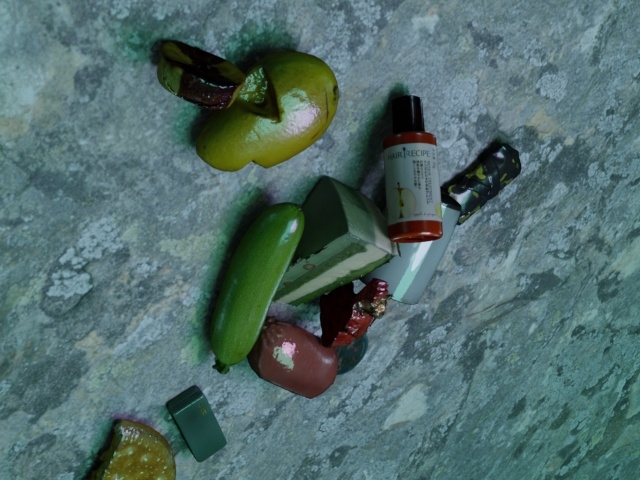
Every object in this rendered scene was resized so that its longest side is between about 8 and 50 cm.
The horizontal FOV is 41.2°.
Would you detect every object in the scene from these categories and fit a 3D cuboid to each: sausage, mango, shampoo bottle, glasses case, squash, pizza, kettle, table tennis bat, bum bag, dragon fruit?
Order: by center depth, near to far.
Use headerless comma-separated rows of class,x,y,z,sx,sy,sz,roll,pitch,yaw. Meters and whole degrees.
mango,-0.088,-0.209,1.425,0.262,0.130,0.167,-42,132,0
squash,-0.132,0.089,1.617,0.107,0.107,0.395,2,122,-40
shampoo bottle,0.173,-0.139,1.625,0.104,0.104,0.278,5,79,-41
pizza,-0.391,0.470,1.721,0.197,0.058,0.292,-31,133,-16
dragon fruit,0.081,0.135,1.731,0.092,0.123,0.192,13,137,-31
sausage,-0.057,0.246,1.770,0.254,0.148,0.148,28,100,-43
glasses case,-0.257,0.386,1.780,0.077,0.039,0.184,-32,135,-17
kettle,0.195,-0.010,1.794,0.237,0.161,0.221,-65,163,14
bum bag,0.356,-0.126,1.894,0.232,0.060,0.107,-40,128,-11
table tennis bat,0.029,0.267,1.936,0.201,0.033,0.124,-18,129,-35

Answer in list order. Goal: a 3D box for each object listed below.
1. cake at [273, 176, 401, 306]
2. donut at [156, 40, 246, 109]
cake,-0.004,0.004,1.704,0.283,0.172,0.158,-32,140,33
donut,-0.188,-0.253,1.308,0.140,0.140,0.059,2,127,-40
